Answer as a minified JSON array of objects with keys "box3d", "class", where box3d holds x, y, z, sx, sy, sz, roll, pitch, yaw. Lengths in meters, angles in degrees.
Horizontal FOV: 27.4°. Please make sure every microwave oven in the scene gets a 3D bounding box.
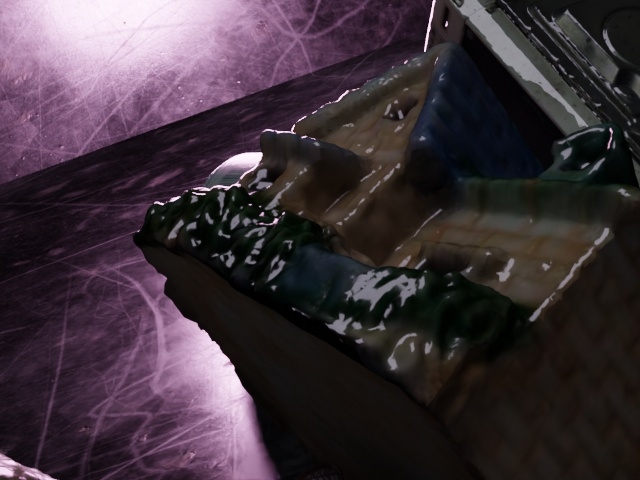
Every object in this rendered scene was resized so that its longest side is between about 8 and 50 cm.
[{"box3d":[0.356,-0.184,1.655,0.333,0.247,0.394,-23,62,-24],"class":"microwave oven"}]

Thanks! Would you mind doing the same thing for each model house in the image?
[{"box3d":[0.139,0.024,1.201,0.400,0.395,0.445,-43,26,-17],"class":"model house"}]

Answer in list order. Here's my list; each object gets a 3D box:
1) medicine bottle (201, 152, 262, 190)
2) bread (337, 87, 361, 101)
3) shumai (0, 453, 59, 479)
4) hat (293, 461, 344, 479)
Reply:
[{"box3d":[0.000,0.000,1.807,0.290,0.245,0.245,4,28,43],"class":"medicine bottle"},{"box3d":[0.107,-0.162,2.230,0.156,0.204,0.288,-14,22,-2],"class":"bread"},{"box3d":[-0.432,0.262,1.355,0.292,0.288,0.330,2,25,44],"class":"shumai"},{"box3d":[-0.003,0.304,1.188,0.193,0.082,0.193,-51,16,22],"class":"hat"}]
